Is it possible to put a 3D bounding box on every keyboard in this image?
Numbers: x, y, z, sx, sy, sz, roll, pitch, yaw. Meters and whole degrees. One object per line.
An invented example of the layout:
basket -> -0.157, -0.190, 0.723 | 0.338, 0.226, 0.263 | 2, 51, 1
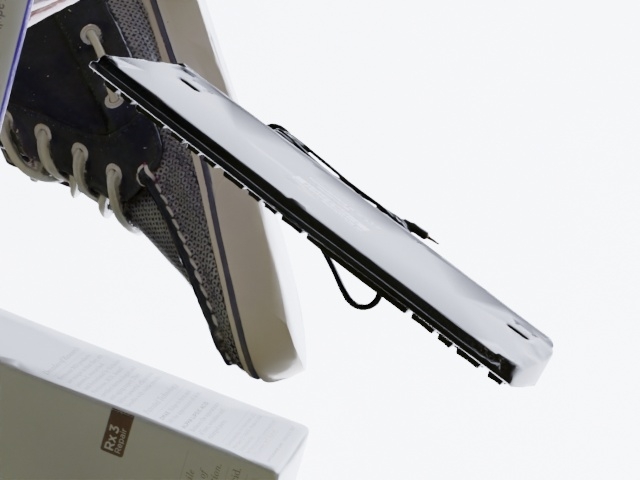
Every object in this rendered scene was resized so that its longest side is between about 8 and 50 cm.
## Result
keyboard -> 0.000, 0.000, 0.633 | 0.192, 0.100, 0.038 | 38, -75, 18

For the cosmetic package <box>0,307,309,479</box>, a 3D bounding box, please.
cosmetic package -> -0.134, 0.140, 1.100 | 0.231, 0.085, 0.117 | 18, -72, 9

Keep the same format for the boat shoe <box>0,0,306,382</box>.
boat shoe -> -0.122, -0.049, 1.062 | 0.158, 0.127, 0.340 | -19, -118, 1

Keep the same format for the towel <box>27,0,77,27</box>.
towel -> -0.224, -0.122, 0.760 | 0.332, 0.317, 0.053 | -4, -71, 20

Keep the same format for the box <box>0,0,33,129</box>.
box -> -0.151, -0.067, 0.467 | 0.072, 0.137, 0.126 | -110, -145, -56
